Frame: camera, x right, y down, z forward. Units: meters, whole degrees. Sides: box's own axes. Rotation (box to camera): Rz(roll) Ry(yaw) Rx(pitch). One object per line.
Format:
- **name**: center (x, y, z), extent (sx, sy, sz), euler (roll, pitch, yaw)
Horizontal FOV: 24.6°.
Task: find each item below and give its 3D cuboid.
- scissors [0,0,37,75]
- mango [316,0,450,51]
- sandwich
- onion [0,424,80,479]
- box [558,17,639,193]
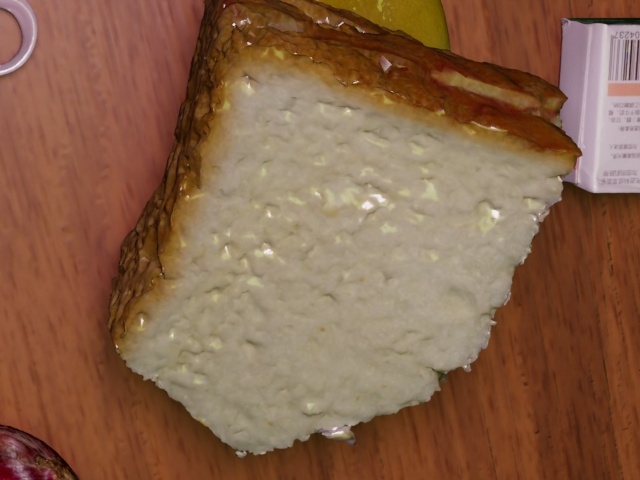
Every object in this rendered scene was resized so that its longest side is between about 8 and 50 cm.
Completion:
- **scissors**: center (-0.318, -0.153, 1.007), extent (0.242, 0.030, 0.118), euler (-15, 106, -18)
- **mango**: center (0.023, -0.166, 1.082), extent (0.137, 0.091, 0.237), euler (-44, 117, 2)
- **sandwich**: center (0.000, 0.000, 1.046), extent (0.262, 0.131, 0.325), euler (15, 116, -17)
- **onion**: center (-0.252, 0.241, 1.061), extent (0.173, 0.135, 0.198), euler (41, 90, -18)
- **box**: center (0.293, -0.111, 1.183), extent (0.199, 0.081, 0.135), euler (-1, 103, -15)
